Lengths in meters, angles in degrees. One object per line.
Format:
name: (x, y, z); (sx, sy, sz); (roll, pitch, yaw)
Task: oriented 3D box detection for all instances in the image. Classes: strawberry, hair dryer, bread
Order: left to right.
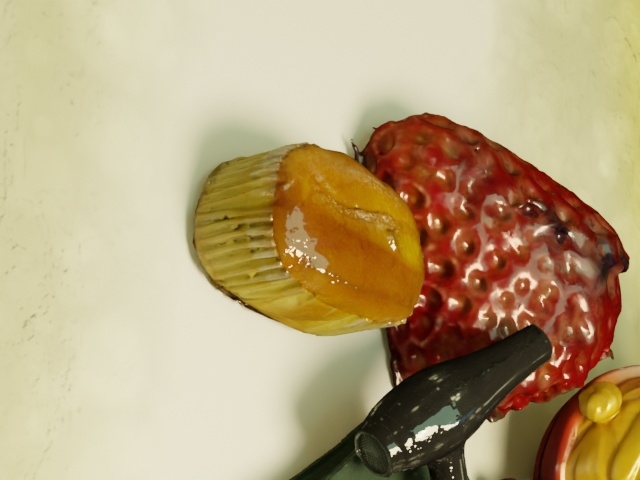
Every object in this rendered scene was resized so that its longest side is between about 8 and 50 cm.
bread: (0.000, 0.000, 1.484); (0.190, 0.114, 0.132); (27, 59, -45)
hair dryer: (0.131, 0.195, 1.504); (0.195, 0.075, 0.219); (-28, 110, -32)
strawberry: (0.175, 0.013, 1.630); (0.253, 0.150, 0.280); (-14, 92, -44)

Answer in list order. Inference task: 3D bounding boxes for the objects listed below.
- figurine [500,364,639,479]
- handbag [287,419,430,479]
figurine: (0.315, 0.224, 1.691); (0.323, 0.196, 0.320); (6, 79, -52)
handbag: (0.045, 0.292, 1.473); (0.260, 0.079, 0.247); (-36, 103, -49)
